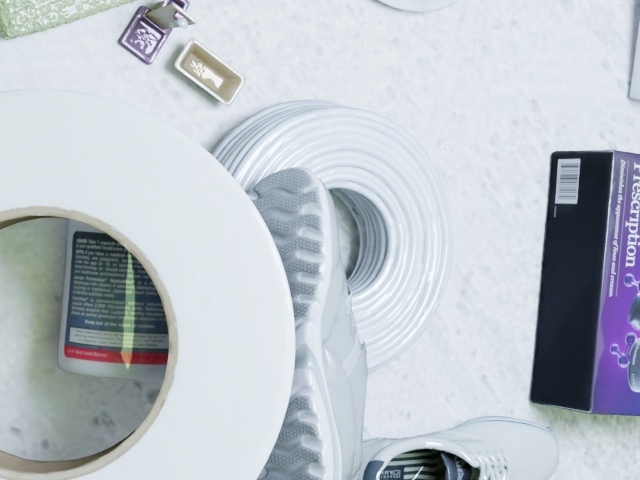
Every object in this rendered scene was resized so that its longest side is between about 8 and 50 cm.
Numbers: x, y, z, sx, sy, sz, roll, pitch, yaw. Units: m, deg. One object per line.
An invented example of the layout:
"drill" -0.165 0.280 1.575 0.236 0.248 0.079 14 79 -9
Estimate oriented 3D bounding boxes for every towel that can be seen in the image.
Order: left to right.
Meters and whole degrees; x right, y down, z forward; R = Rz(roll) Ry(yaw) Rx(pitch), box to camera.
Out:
"towel" -0.217 -0.236 1.193 0.148 0.027 0.110 -27 105 -26

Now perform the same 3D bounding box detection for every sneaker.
"sneaker" -0.016 0.080 1.192 0.115 0.105 0.281 4 84 -62
"sneaker" 0.135 0.225 1.366 0.258 0.091 0.094 -5 94 -28

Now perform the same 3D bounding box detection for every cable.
"cable" 0.000 0.000 1.285 0.257 0.089 0.257 -3 93 -28

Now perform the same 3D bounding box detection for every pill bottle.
"pill bottle" -0.161 0.022 1.187 0.108 0.108 0.180 4 90 -29

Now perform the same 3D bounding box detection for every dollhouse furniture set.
"dollhouse furniture set" -0.094 -0.178 1.231 0.114 0.081 0.091 36 75 -25

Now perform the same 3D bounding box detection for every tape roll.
"tape roll" -0.211 0.080 1.090 0.392 0.072 0.392 0 90 -2

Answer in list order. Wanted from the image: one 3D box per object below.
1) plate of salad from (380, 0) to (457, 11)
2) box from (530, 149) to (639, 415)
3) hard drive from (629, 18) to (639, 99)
"plate of salad" 0.095 -0.318 1.349 0.200 0.048 0.200 -1 92 -29
"box" 0.328 0.046 1.462 0.184 0.103 0.261 5 89 -31
"hard drive" 0.438 -0.305 1.507 0.210 0.040 0.318 -2 104 -29
